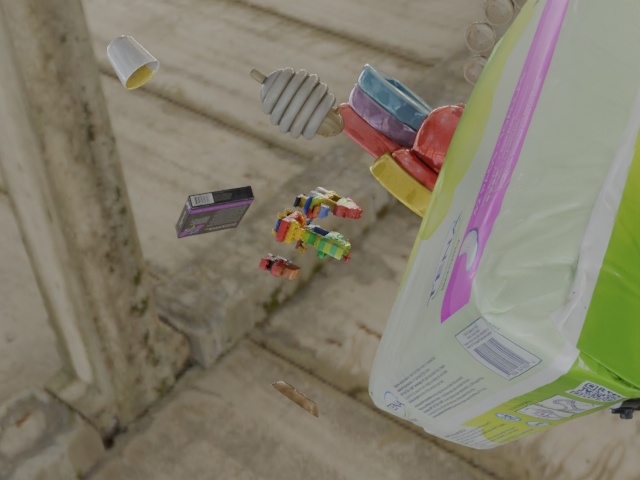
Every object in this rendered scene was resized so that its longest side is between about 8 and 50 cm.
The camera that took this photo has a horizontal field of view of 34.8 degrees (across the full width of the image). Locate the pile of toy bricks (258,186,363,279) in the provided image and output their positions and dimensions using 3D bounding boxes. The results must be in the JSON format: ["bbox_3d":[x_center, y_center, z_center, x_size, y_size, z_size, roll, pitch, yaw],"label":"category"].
[{"bbox_3d":[0.000,0.000,1.484,0.105,0.118,0.212,24,-160,11],"label":"pile of toy bricks"}]

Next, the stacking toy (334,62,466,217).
[{"bbox_3d":[0.172,-0.114,1.337,0.130,0.279,0.309,-52,-147,14],"label":"stacking toy"}]

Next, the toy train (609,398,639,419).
[{"bbox_3d":[0.551,0.163,1.475,0.334,0.190,0.142,-1,-171,-14],"label":"toy train"}]

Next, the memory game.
[{"bbox_3d":[0.251,-0.206,1.163,0.186,0.186,0.012,11,-156,19],"label":"memory game"}]

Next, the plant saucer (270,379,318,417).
[{"bbox_3d":[-0.033,0.218,1.426,0.083,0.083,0.015,31,-97,36],"label":"plant saucer"}]

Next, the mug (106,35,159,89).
[{"bbox_3d":[-0.283,-0.259,1.492,0.064,0.078,0.062,51,-150,9],"label":"mug"}]

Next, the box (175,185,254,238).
[{"bbox_3d":[-0.192,-0.050,1.830,0.116,0.162,0.029,-11,-106,-21],"label":"box"}]

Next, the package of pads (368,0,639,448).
[{"bbox_3d":[0.132,-0.040,0.575,0.101,0.229,0.296,24,-111,-2],"label":"package of pads"}]

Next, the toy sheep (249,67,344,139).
[{"bbox_3d":[-0.029,-0.168,1.237,0.132,0.091,0.091,28,-135,-1],"label":"toy sheep"}]
